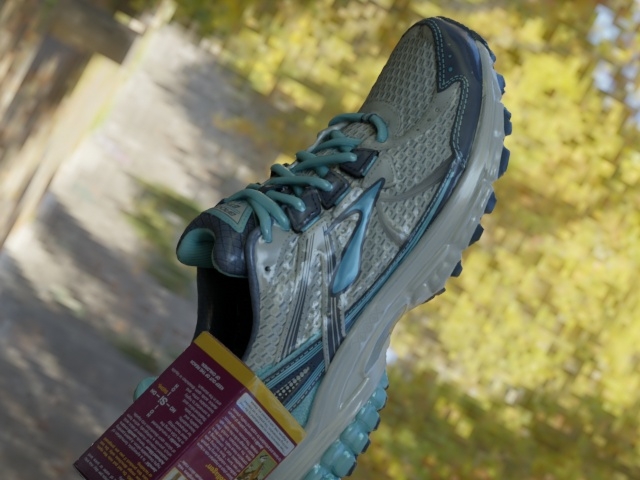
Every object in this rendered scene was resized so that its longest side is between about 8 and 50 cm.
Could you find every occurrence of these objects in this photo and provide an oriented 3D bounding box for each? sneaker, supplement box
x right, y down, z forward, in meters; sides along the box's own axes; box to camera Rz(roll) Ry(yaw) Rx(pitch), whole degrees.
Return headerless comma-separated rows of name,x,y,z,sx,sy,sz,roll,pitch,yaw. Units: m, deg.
sneaker,0.000,0.000,0.976,0.110,0.122,0.283,2,-115,64
supplement box,-0.056,0.091,0.822,0.083,0.055,0.043,-45,-133,-9
